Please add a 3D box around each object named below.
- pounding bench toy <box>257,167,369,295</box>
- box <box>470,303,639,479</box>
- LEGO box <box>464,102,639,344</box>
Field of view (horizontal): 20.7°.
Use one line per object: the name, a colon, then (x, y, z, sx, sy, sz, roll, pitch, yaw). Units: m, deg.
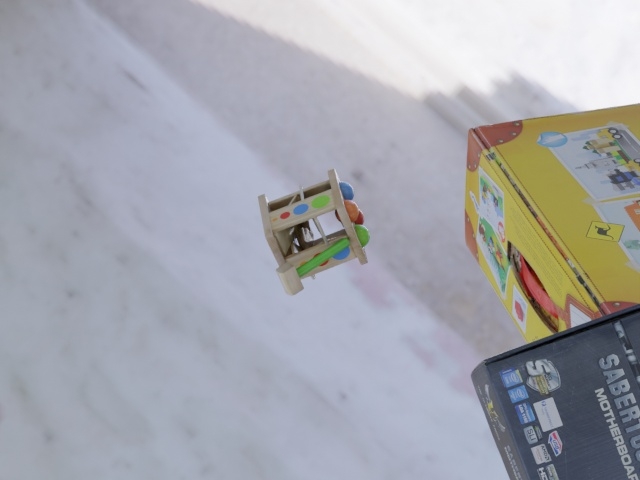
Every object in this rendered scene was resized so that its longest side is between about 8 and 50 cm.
pounding bench toy: (0.000, 0.000, 1.200, 0.065, 0.052, 0.083, -20, 35, 5)
box: (0.236, 0.169, 1.280, 0.183, 0.233, 0.059, -17, -11, -11)
LEGO box: (0.429, 0.028, 2.141, 0.500, 0.372, 0.193, -115, 20, -56)
